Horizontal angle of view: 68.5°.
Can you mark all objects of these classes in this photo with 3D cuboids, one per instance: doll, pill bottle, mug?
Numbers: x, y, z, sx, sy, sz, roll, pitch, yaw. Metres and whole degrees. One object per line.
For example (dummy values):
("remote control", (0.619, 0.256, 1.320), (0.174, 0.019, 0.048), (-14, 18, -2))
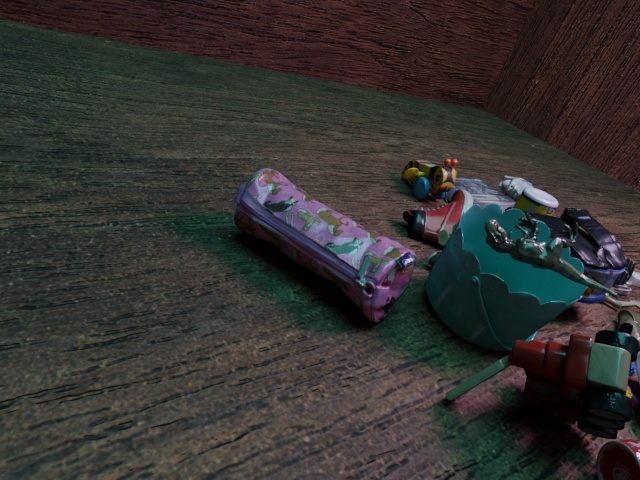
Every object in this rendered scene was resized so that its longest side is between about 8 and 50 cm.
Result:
("doll", (0.358, 0.019, 1.175), (0.189, 0.129, 0.046), (30, 43, -45))
("pill bottle", (0.596, -0.053, 1.363), (0.103, 0.184, 0.103), (15, 29, -8))
("mug", (0.514, 0.362, 0.716), (0.169, 0.150, 0.113), (9, 66, -10))

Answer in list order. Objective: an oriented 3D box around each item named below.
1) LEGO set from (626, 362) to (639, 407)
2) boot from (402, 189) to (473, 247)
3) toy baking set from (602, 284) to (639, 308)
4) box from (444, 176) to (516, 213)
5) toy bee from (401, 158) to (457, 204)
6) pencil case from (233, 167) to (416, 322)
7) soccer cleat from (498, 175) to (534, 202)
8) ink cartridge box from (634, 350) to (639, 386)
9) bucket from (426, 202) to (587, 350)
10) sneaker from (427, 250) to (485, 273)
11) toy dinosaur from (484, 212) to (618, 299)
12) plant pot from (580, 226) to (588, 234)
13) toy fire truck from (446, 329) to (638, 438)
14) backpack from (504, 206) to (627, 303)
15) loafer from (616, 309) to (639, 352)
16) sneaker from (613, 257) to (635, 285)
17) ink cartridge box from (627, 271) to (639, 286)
("LEGO set", (0.530, 0.272, 0.869), (0.227, 0.087, 0.093), (3, 32, -25))
("boot", (0.328, -0.084, 1.326), (0.176, 0.088, 0.244), (20, 44, 6))
("toy baking set", (0.802, 0.126, 1.341), (0.256, 0.030, 0.197), (36, 33, 28))
("box", (0.535, -0.155, 1.634), (0.231, 0.056, 0.183), (-3, 36, -34))
("toy bee", (0.381, -0.202, 1.509), (0.195, 0.162, 0.298), (-16, 42, -42))
("pencil case", (0.000, 0.000, 0.947), (0.386, 0.167, 0.160), (33, 64, 24))
("soccer cleat", (0.712, -0.149, 1.672), (0.143, 0.116, 0.331), (29, 21, -1))
("ink cartridge box", (0.712, 0.340, 0.904), (0.224, 0.056, 0.181), (48, 33, 2))
("bucket", (0.365, 0.077, 0.960), (0.281, 0.183, 0.281), (13, 42, -12))
("sneaker", (0.332, 0.075, 1.119), (0.158, 0.061, 0.065), (20, 36, 4))
("toy dinosaur", (0.418, 0.012, 0.868), (0.268, 0.064, 0.118), (24, 56, 0))
("plant pot", (0.928, 0.003, 1.627), (0.236, 0.032, 0.236), (15, 29, -9))
("toy fire truck", (0.352, 0.230, 0.764), (0.246, 0.217, 0.158), (10, 65, 29))
("backpack", (0.586, 0.046, 1.166), (0.276, 0.213, 0.263), (-2, 26, -22))
("loafer", (0.747, 0.211, 1.135), (0.050, 0.056, 0.148), (27, 29, 1))
("sneaker", (0.797, 0.067, 1.340), (0.208, 0.081, 0.094), (13, 14, -17))
("ink cartridge box", (0.980, 0.120, 1.460), (0.083, 0.028, 0.048), (14, 29, -8))
